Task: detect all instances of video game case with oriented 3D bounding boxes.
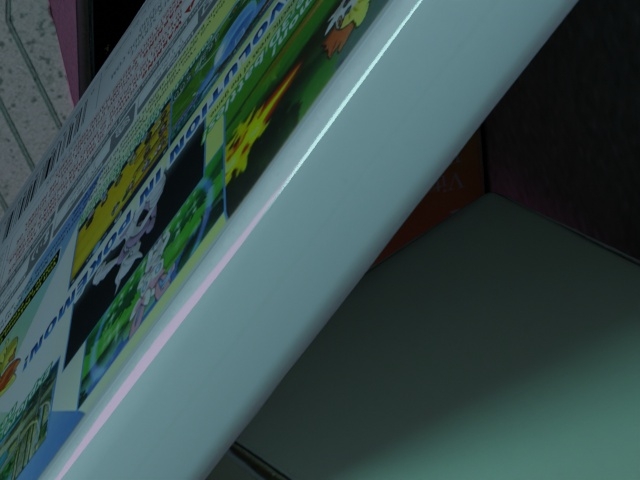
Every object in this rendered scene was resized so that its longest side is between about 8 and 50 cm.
[{"bbox_3d":[-0.044,-0.020,0.518,0.329,0.036,0.300,-52,18,20],"label":"video game case"}]

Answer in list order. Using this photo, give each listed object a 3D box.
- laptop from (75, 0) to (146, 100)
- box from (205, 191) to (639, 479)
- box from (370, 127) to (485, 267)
[{"bbox_3d":[-0.182,-0.258,0.811,0.408,0.236,0.382,-83,-2,-51],"label":"laptop"},{"bbox_3d":[0.057,0.158,0.552,0.121,0.148,0.311,30,138,37],"label":"box"},{"bbox_3d":[0.000,0.000,0.741,0.091,0.130,0.170,-124,22,-58],"label":"box"}]
